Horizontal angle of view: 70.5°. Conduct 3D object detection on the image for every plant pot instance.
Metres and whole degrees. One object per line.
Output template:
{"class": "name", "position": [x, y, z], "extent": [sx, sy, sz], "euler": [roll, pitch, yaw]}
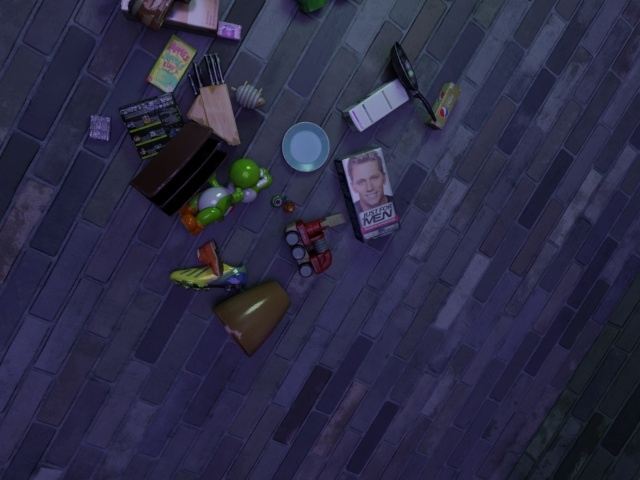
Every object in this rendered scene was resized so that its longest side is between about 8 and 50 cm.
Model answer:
{"class": "plant pot", "position": [-0.247, 0.277, 1.755], "extent": [0.254, 0.237, 0.237], "euler": [-38, 109, -18]}

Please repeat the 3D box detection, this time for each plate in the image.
{"class": "plate", "position": [-0.058, -0.361, 1.753], "extent": [0.188, 0.024, 0.188], "euler": [-3, 104, -14]}

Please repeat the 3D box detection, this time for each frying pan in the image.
{"class": "frying pan", "position": [0.354, -0.622, 1.761], "extent": [0.053, 0.197, 0.326], "euler": [-21, 137, 26]}

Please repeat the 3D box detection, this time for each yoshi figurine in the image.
{"class": "yoshi figurine", "position": [-0.350, -0.182, 1.631], "extent": [0.362, 0.203, 0.203], "euler": [-31, 101, -10]}

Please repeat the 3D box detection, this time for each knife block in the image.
{"class": "knife block", "position": [-0.356, -0.503, 1.608], "extent": [0.275, 0.088, 0.242], "euler": [32, 93, -18]}

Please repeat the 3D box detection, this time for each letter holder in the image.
{"class": "letter holder", "position": [-0.454, -0.233, 1.529], "extent": [0.302, 0.214, 0.152], "euler": [-51, 131, -11]}

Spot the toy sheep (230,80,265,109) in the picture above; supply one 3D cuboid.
{"class": "toy sheep", "position": [-0.261, -0.522, 1.635], "extent": [0.132, 0.091, 0.091], "euler": [23, 96, -4]}

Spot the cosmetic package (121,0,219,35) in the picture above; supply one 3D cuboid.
{"class": "cosmetic package", "position": [-0.485, -0.784, 1.491], "extent": [0.296, 0.129, 0.153], "euler": [4, 102, -15]}

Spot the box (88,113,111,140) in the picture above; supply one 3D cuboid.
{"class": "box", "position": [-0.760, -0.389, 1.564], "extent": [0.067, 0.018, 0.083], "euler": [5, 101, -16]}

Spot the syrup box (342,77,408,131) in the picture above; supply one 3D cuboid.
{"class": "syrup box", "position": [0.210, -0.521, 1.752], "extent": [0.237, 0.093, 0.096], "euler": [-34, 109, -5]}

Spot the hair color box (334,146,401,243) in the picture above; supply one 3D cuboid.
{"class": "hair color box", "position": [0.191, -0.182, 1.817], "extent": [0.174, 0.105, 0.347], "euler": [-20, 106, -10]}

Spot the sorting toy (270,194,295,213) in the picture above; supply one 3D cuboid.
{"class": "sorting toy", "position": [-0.141, -0.144, 1.769], "extent": [0.102, 0.042, 0.061], "euler": [24, 95, -18]}

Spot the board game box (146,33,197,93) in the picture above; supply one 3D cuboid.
{"class": "board game box", "position": [-0.514, -0.604, 1.568], "extent": [0.092, 0.043, 0.181], "euler": [31, 93, -19]}

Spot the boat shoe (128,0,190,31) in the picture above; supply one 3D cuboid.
{"class": "boat shoe", "position": [-0.440, -0.779, 1.383], "extent": [0.324, 0.122, 0.120], "euler": [-45, 114, 6]}

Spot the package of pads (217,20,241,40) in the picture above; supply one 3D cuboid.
{"class": "package of pads", "position": [-0.321, -0.737, 1.596], "extent": [0.083, 0.032, 0.050], "euler": [5, 99, -16]}

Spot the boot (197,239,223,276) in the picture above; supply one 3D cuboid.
{"class": "boot", "position": [-0.416, 0.079, 1.705], "extent": [0.084, 0.158, 0.059], "euler": [-23, 147, -4]}

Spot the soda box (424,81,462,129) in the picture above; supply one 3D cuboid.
{"class": "soda box", "position": [0.497, -0.543, 1.839], "extent": [0.058, 0.061, 0.181], "euler": [26, 94, -19]}

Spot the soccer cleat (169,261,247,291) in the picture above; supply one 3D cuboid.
{"class": "soccer cleat", "position": [-0.427, 0.130, 1.746], "extent": [0.289, 0.093, 0.121], "euler": [4, 71, -11]}

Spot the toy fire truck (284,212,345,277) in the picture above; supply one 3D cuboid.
{"class": "toy fire truck", "position": [0.000, 0.000, 1.799], "extent": [0.246, 0.158, 0.217], "euler": [-22, 107, 1]}

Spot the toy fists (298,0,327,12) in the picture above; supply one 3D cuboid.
{"class": "toy fists", "position": [0.025, -0.929, 1.587], "extent": [0.279, 0.142, 0.096], "euler": [-29, 63, -7]}

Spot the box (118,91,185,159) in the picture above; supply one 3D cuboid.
{"class": "box", "position": [-0.570, -0.398, 1.578], "extent": [0.190, 0.045, 0.184], "euler": [-22, 124, -9]}
